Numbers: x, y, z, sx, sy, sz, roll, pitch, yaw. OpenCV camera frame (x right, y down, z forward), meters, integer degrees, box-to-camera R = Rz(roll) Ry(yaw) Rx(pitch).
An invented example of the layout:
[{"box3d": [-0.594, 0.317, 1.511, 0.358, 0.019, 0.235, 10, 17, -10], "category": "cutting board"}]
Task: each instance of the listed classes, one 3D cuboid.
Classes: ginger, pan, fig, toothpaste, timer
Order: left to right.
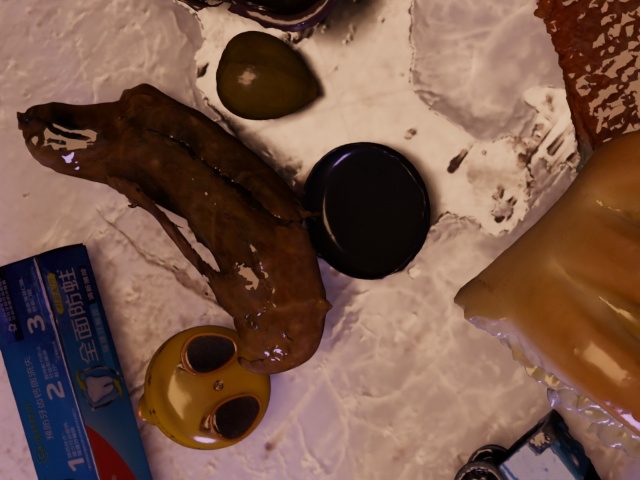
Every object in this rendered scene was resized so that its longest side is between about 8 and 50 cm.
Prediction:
[{"box3d": [-0.200, 0.167, 1.568, 0.076, 0.066, 0.320, -16, 91, 39], "category": "toothpaste"}, {"box3d": [-0.100, -0.030, 1.517, 0.309, 0.107, 0.133, 46, 101, 18], "category": "ginger"}, {"box3d": [-0.098, 0.124, 1.557, 0.107, 0.109, 0.107, 2, 83, -18], "category": "timer"}, {"box3d": [-0.044, -0.133, 1.535, 0.088, 0.074, 0.074, 13, 96, -21], "category": "fig"}, {"box3d": [0.001, 0.000, 1.548, 0.212, 0.040, 0.115, -33, 81, 23], "category": "pan"}]

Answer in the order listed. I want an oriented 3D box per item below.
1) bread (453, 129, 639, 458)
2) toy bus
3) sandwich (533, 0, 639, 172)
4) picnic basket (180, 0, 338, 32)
[{"box3d": [0.291, 0.060, 1.363, 0.270, 0.316, 0.211, -43, 43, 11], "category": "bread"}, {"box3d": [0.132, 0.253, 1.500, 0.234, 0.116, 0.133, -41, 83, 10], "category": "toy bus"}, {"box3d": [0.284, -0.157, 1.454, 0.292, 0.109, 0.212, -30, 88, 11], "category": "sandwich"}, {"box3d": [-0.038, -0.322, 1.494, 0.222, 0.129, 0.297, 18, 97, 7], "category": "picnic basket"}]
